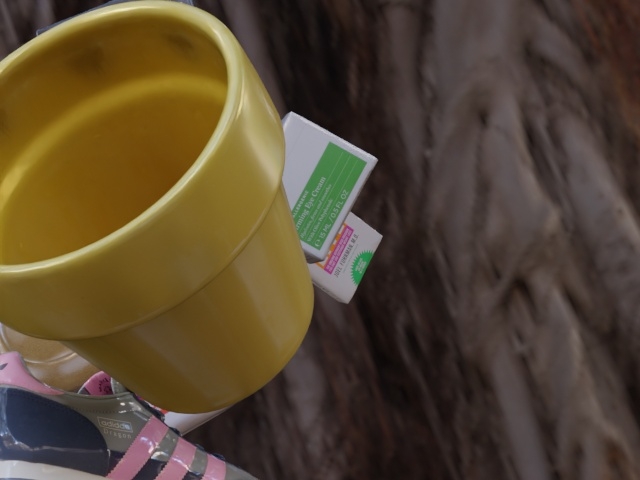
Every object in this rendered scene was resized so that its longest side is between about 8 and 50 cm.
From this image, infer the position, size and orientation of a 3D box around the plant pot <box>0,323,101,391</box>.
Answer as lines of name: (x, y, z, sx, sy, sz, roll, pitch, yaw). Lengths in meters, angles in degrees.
plant pot: (-0.298, 0.067, 2.017, 0.236, 0.236, 0.032, -28, -39, 16)

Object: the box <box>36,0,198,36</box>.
box: (-0.187, -0.183, 1.741, 0.158, 0.093, 0.156, -22, -10, 0)

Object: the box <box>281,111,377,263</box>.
box: (-0.017, -0.043, 1.457, 0.101, 0.087, 0.102, -62, 5, -6)

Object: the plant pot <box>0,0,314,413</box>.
plant pot: (-0.123, -0.003, 1.244, 0.254, 0.254, 0.239, -25, -47, 8)

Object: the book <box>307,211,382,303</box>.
book: (0.000, 0.000, 2.051, 0.144, 0.096, 0.035, 36, -16, -35)

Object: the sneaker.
sneaker: (-0.135, 0.170, 1.360, 0.112, 0.131, 0.319, -28, -34, 36)

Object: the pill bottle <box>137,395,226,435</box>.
pill bottle: (-0.258, 0.129, 2.466, 0.181, 0.323, 0.181, -30, -5, -3)
